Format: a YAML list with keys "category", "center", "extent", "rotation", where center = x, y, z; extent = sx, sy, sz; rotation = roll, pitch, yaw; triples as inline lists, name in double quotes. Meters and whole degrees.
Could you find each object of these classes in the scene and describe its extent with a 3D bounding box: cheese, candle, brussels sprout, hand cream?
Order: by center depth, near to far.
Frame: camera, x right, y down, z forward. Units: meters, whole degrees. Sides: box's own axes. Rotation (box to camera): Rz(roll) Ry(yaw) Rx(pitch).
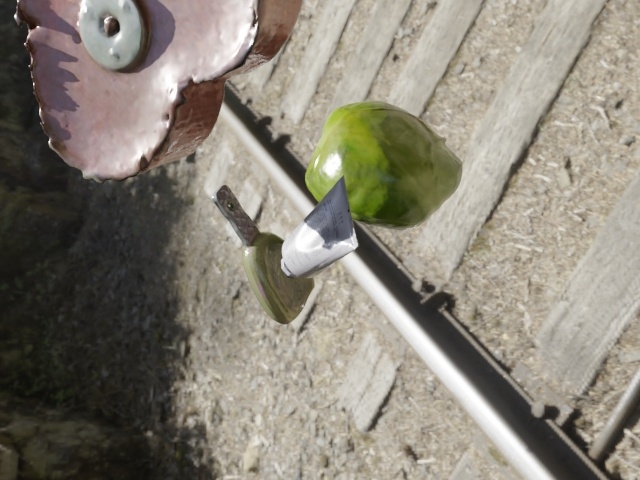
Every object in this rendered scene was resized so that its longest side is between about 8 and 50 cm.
- category: "candle"
  center: [-0.188, -0.234, 0.701]
  extent: [0.287, 0.131, 0.317]
  rotation: [44, 116, 2]
- category: "hand cream"
  center: [0.000, 0.000, 0.754]
  extent: [0.142, 0.053, 0.084]
  rotation: [-42, 51, 48]
- category: "cheese"
  center: [-0.075, 0.013, 0.853]
  extent: [0.038, 0.192, 0.097]
  rotation: [-14, 32, 36]
- category: "brussels sprout"
  center: [0.090, -0.100, 0.933]
  extent: [0.223, 0.223, 0.161]
  rotation: [44, 136, 51]
